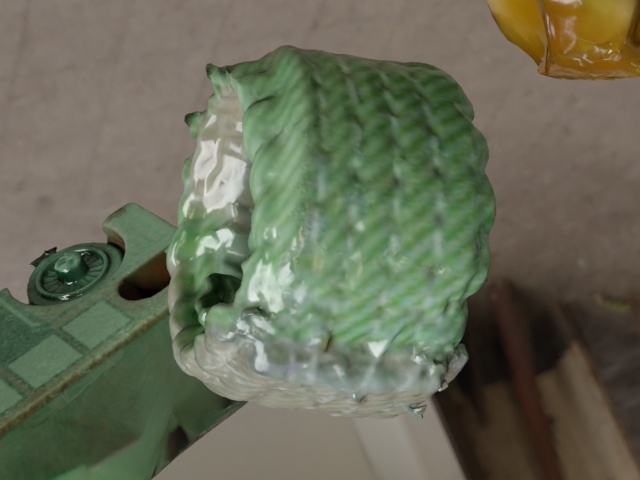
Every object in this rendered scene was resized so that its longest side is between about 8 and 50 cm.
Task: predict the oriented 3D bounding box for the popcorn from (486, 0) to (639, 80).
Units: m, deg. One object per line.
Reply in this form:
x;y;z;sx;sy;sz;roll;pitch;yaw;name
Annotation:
0.064;-0.208;0.436;0.225;0.332;0.265;-15;176;-1;popcorn

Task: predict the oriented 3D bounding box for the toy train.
-0.189;0.115;1.144;0.326;0.159;0.129;-36;128;-23;toy train

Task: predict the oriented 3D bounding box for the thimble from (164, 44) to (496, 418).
0.000;0.000;1.010;0.150;0.219;0.219;7;147;-17;thimble
